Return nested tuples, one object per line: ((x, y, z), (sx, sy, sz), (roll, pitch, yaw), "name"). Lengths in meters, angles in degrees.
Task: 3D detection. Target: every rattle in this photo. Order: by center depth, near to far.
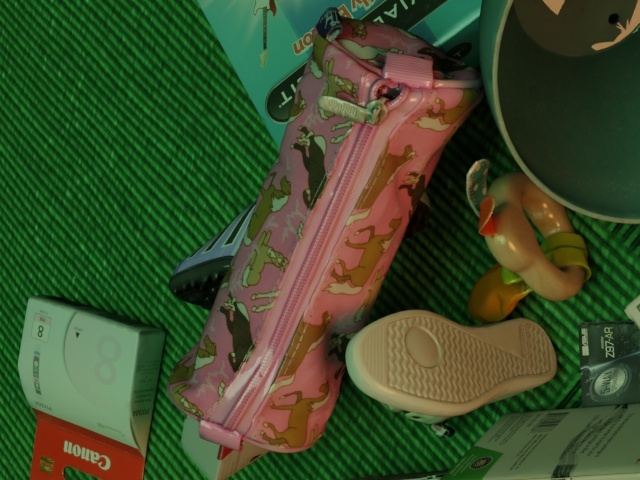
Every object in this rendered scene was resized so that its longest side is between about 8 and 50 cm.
((0.141, 0.005, 1.205), (0.142, 0.199, 0.130), (-12, 82, 35), "rattle")

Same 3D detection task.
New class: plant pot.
((0.253, -0.186, 1.116), (0.290, 0.290, 0.195), (-59, 23, 19), "plant pot")

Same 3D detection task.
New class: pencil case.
((0.000, 0.000, 1.181), (0.160, 0.167, 0.386), (41, 115, 41), "pencil case")

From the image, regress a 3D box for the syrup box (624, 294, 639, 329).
((0.375, 0.019, 1.099), (0.237, 0.096, 0.093), (-46, 59, 26), "syrup box")

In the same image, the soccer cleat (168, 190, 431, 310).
((-0.028, -0.020, 1.398), (0.318, 0.108, 0.116), (-25, 58, 32), "soccer cleat")

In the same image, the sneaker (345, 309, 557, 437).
((0.083, 0.130, 1.214), (0.151, 0.256, 0.094), (-31, 67, 38), "sneaker")

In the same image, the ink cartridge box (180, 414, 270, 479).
((-0.058, 0.160, 1.356), (0.063, 0.150, 0.109), (46, 147, 25), "ink cartridge box")

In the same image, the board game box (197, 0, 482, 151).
((0.010, -0.265, 1.327), (0.254, 0.079, 0.336), (-36, 62, 14), "board game box")

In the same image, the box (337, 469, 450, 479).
((0.086, 0.370, 1.304), (0.169, 0.087, 0.290), (-14, 81, 35), "box")

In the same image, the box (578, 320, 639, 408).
((0.268, 0.114, 1.223), (0.067, 0.018, 0.083), (-4, 87, 35), "box")

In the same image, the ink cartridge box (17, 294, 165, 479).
((-0.280, 0.196, 1.592), (0.189, 0.066, 0.232), (13, 92, 35), "ink cartridge box")

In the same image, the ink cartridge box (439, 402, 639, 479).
((0.229, 0.207, 1.159), (0.208, 0.153, 0.087), (-10, 102, 35), "ink cartridge box")
